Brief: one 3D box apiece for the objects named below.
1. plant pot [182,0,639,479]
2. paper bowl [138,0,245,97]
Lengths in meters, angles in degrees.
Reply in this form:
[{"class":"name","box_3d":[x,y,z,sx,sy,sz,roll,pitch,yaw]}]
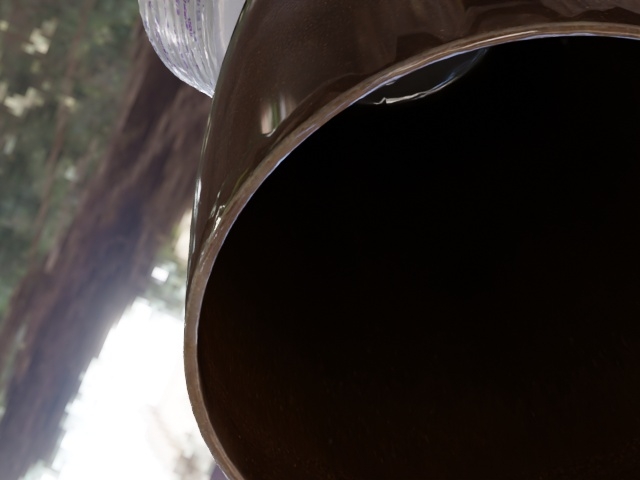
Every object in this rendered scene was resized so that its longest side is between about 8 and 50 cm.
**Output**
[{"class":"plant pot","box_3d":[0.045,-0.037,0.664,0.215,0.215,0.230,18,-151,-23]},{"class":"paper bowl","box_3d":[0.014,-0.215,1.342,0.148,0.284,0.284,32,-164,34]}]
